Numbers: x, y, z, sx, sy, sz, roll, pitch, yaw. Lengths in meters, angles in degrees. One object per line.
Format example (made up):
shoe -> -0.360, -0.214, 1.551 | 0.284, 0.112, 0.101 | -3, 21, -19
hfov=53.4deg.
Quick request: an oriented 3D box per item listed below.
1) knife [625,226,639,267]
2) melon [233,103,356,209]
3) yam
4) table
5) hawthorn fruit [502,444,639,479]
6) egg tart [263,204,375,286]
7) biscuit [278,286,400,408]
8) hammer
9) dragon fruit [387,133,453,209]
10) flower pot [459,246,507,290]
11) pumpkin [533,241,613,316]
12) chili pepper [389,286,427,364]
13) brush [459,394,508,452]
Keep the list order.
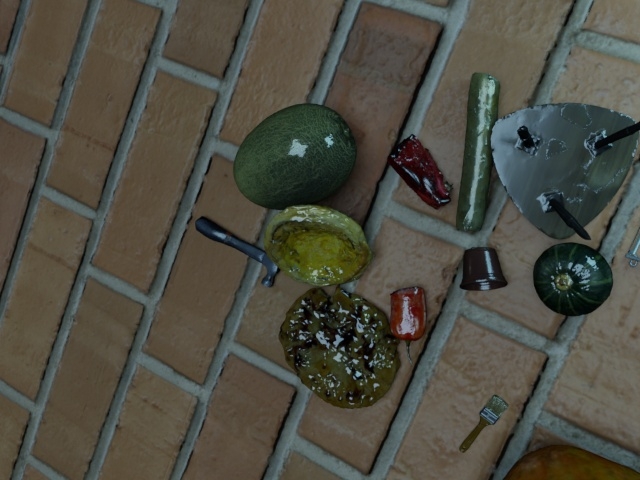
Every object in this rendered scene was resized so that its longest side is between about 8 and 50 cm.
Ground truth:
knife -> 0.807, 0.047, 1.347 | 0.278, 0.053, 0.123 | 24, 105, 21
melon -> -0.065, -0.202, 1.579 | 0.329, 0.249, 0.248 | -21, 83, 28
yam -> 0.370, -0.205, 1.497 | 0.083, 0.083, 0.371 | 8, 97, 21
table -> 0.506, -0.167, 1.319 | 0.318, 0.249, 0.317 | 1, 97, 10
hawthorn fruit -> 0.503, 0.658, 1.277 | 0.472, 0.472, 0.471 | 0, 91, 21
egg tart -> 0.000, 0.000, 1.595 | 0.291, 0.290, 0.107 | -12, 44, 21
biscuit -> 0.044, 0.274, 1.636 | 0.334, 0.081, 0.289 | 40, 105, 15
hammer -> -0.228, 0.003, 1.758 | 0.290, 0.037, 0.137 | 28, 101, 18
dragon fruit -> 0.250, -0.165, 1.529 | 0.092, 0.122, 0.192 | -39, 75, 2
flower pot -> 0.379, 0.064, 1.495 | 0.111, 0.111, 0.089 | -8, 73, 21
pumpkin -> 0.556, 0.086, 1.404 | 0.167, 0.125, 0.167 | -8, 78, 39
chili pepper -> 0.218, 0.210, 1.564 | 0.086, 0.084, 0.191 | -6, 84, 38
brush -> 0.388, 0.448, 1.538 | 0.043, 0.014, 0.169 | 37, 105, 15
